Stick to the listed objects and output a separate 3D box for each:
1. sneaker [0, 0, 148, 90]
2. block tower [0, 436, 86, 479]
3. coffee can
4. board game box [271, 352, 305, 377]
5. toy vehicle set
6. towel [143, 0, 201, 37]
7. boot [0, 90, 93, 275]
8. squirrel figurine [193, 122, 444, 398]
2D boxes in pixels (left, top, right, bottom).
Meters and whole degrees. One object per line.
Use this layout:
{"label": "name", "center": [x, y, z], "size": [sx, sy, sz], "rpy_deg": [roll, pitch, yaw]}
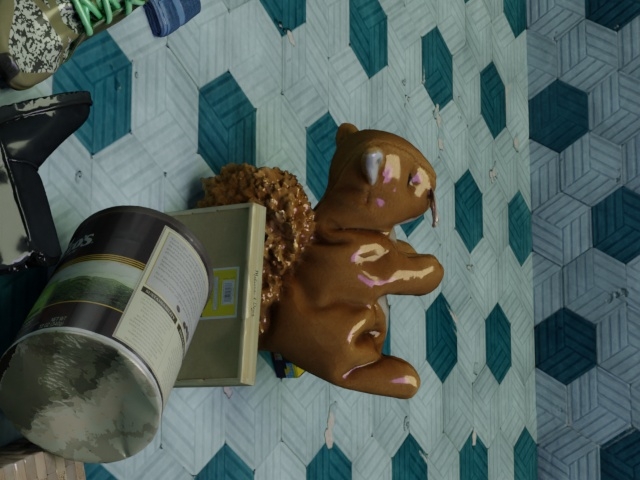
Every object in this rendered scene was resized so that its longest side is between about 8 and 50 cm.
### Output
{"label": "sneaker", "center": [-0.292, -0.344, 1.580], "size": [0.410, 0.182, 0.158], "rpy_deg": [-60, 135, -44]}
{"label": "block tower", "center": [-0.406, 0.310, 1.388], "size": [0.335, 0.091, 0.097], "rpy_deg": [-17, 102, -59]}
{"label": "coffee can", "center": [-0.261, 0.111, 1.489], "size": [0.275, 0.202, 0.201], "rpy_deg": [-75, 148, -56]}
{"label": "board game box", "center": [-0.033, 0.144, 2.092], "size": [0.170, 0.048, 0.141], "rpy_deg": [-35, 117, -55]}
{"label": "toy vehicle set", "center": [-0.166, 0.082, 1.754], "size": [0.035, 0.166, 0.266], "rpy_deg": [23, 67, -56]}
{"label": "towel", "center": [-0.227, -0.364, 1.848], "size": [0.119, 0.029, 0.067], "rpy_deg": [-50, 129, -51]}
{"label": "boot", "center": [-0.367, -0.071, 1.498], "size": [0.246, 0.094, 0.207], "rpy_deg": [-26, 105, -51]}
{"label": "squirrel figurine", "center": [0.000, 0.000, 1.844], "size": [0.281, 0.397, 0.370], "rpy_deg": [-109, -148, -68]}
